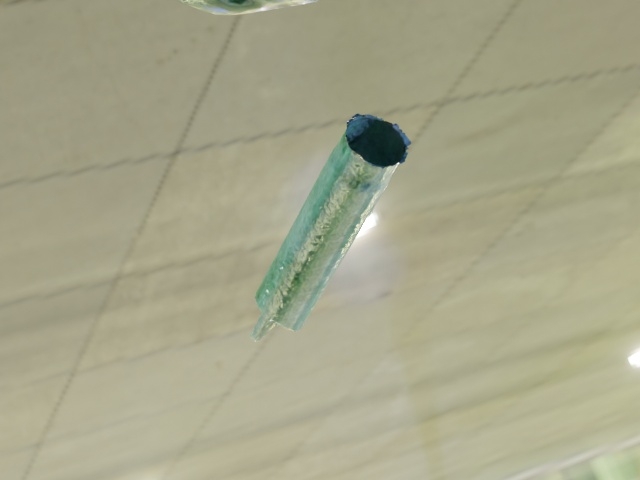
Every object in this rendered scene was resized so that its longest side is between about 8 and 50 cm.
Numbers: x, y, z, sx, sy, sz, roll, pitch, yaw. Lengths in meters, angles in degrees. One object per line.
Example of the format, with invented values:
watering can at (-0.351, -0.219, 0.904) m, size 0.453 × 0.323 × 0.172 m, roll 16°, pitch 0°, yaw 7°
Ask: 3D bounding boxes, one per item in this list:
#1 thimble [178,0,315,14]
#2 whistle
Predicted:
thimble at (-0.029, -0.290, 0.984) m, size 0.288 × 0.254 × 0.167 m, roll -13°, pitch -160°, yaw 9°
whistle at (0.000, 0.000, 0.843) m, size 0.039 × 0.039 × 0.186 m, roll -11°, pitch 149°, yaw -30°
